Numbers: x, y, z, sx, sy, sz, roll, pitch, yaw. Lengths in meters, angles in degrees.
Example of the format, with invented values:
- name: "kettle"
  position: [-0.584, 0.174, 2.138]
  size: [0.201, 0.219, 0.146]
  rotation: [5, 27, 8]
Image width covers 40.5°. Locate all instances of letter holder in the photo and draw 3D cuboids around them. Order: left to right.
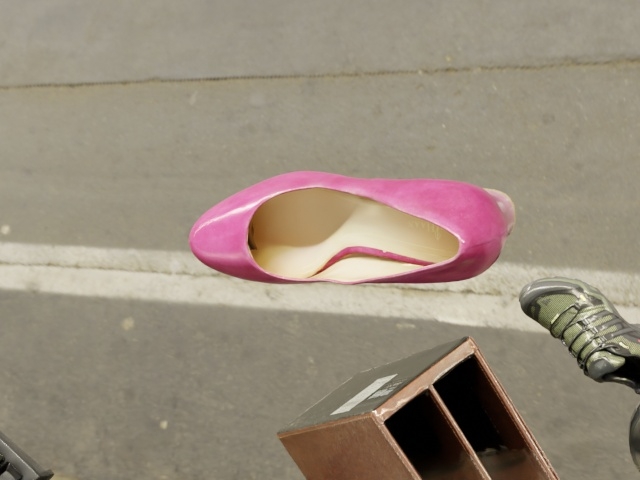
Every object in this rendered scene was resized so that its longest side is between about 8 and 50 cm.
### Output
- name: "letter holder"
  position: [0.108, 0.266, 1.031]
  size: [0.152, 0.302, 0.214]
  rotation: [-32, 88, -27]

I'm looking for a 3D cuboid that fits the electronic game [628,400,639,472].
- name: "electronic game"
  position: [0.336, 0.132, 0.609]
  size: [0.229, 0.229, 0.048]
  rotation: [-17, 42, 21]

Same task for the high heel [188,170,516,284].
- name: "high heel"
  position: [0.000, 0.000, 0.562]
  size: [0.244, 0.117, 0.082]
  rotation: [2, 100, 24]

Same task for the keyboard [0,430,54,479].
- name: "keyboard"
  position: [-0.200, 0.155, 0.386]
  size: [0.108, 0.023, 0.180]
  rotation: [44, 90, -6]

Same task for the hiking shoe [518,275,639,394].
- name: "hiking shoe"
  position: [0.371, 0.131, 1.171]
  size: [0.227, 0.114, 0.086]
  rotation: [29, 121, 4]
